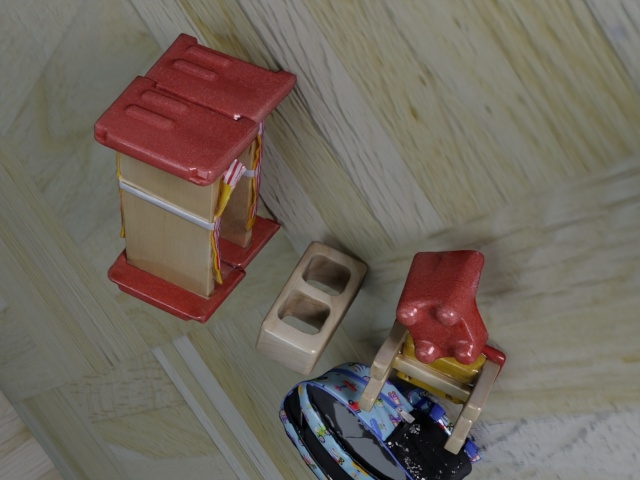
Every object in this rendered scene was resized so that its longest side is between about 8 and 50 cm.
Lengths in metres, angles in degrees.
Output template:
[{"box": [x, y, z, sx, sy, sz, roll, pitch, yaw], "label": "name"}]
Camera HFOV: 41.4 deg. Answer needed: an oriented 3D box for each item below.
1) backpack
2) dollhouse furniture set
[{"box": [0.049, 0.195, 0.842, 0.173, 0.117, 0.158, 47, 146, 8], "label": "backpack"}, {"box": [0.000, 0.000, 0.738, 0.374, 0.152, 0.201, 24, 139, 10], "label": "dollhouse furniture set"}]
